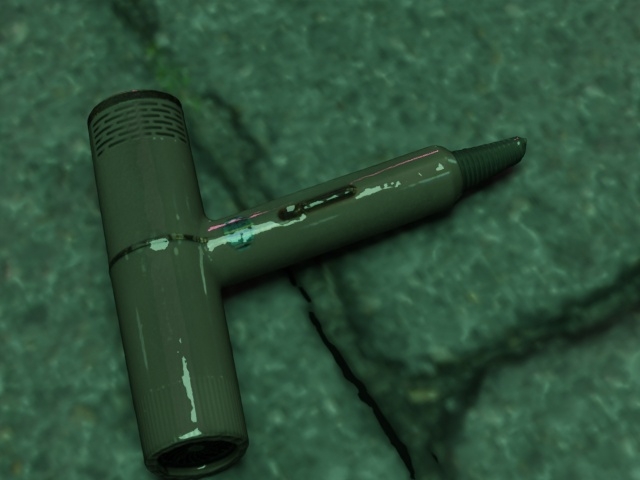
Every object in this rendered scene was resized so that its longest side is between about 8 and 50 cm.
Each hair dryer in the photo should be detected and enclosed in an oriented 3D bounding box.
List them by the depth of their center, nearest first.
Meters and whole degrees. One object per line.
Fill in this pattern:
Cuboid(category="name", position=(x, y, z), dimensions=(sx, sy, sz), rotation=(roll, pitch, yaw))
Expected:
Cuboid(category="hair dryer", position=(0.005, 0.010, 0.981), dimensions=(0.220, 0.054, 0.195), rotation=(-6, 63, -10))
